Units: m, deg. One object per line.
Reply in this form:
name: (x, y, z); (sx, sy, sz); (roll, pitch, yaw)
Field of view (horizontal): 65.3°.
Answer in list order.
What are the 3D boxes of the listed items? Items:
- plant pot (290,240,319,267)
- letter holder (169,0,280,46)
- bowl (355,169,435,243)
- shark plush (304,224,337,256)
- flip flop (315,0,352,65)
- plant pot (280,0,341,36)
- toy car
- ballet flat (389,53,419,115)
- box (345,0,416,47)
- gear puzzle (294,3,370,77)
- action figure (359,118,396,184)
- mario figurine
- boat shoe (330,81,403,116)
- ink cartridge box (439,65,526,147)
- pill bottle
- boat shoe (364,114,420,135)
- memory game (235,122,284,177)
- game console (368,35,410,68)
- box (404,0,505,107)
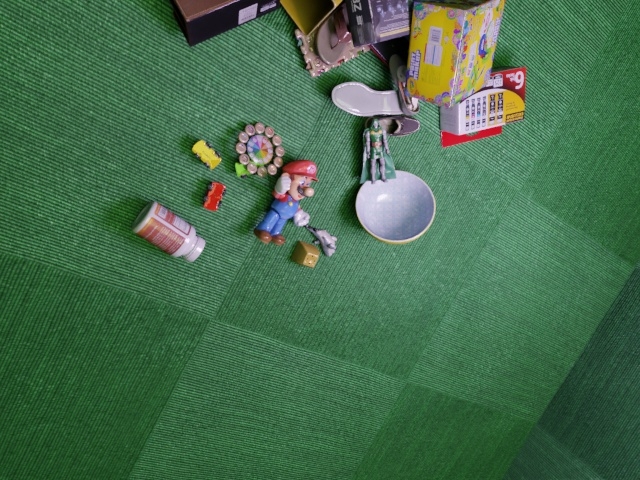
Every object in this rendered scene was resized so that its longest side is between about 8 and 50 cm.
plant pot: (-0.050, 0.060, 1.864); (0.081, 0.083, 0.081); (20, 101, -27)
letter holder: (-0.294, -0.740, 1.435); (0.302, 0.152, 0.214); (-29, 91, -11)
bowl: (0.278, -0.104, 1.885); (0.290, 0.289, 0.156); (-36, 161, -7)
shark plush: (0.000, 0.000, 1.884); (0.067, 0.073, 0.161); (-35, 128, 27)
flip flop: (0.083, -0.692, 1.605); (0.112, 0.080, 0.277); (39, 87, -29)
plant pot: (-0.004, -0.790, 1.499); (0.187, 0.212, 0.212); (-45, 105, -20)
toy car: (-0.303, -0.233, 1.670); (0.225, 0.053, 0.238); (-15, 114, -18)
ballet flat: (0.296, -0.534, 1.710); (0.072, 0.068, 0.213); (-28, 112, -19)
box: (0.220, -0.781, 1.505); (0.395, 0.097, 0.317); (-33, 118, -40)
gear puzzle: (0.074, -0.692, 1.674); (0.339, 0.044, 0.175); (-30, 116, -14)
action figure: (0.201, -0.319, 1.784); (0.137, 0.063, 0.232); (-10, 113, -6)
mario figurine: (-0.097, -0.125, 1.719); (0.170, 0.198, 0.320); (27, 102, -7)
boat shoe: (0.164, -0.485, 1.752); (0.303, 0.091, 0.114); (4, 97, -24)
ink cartridge box: (0.621, -0.506, 1.916); (0.310, 0.130, 0.271); (-16, 115, -17)
pill bottle: (-0.490, -0.022, 1.628); (0.216, 0.121, 0.121); (39, 91, -29)
boat shoe: (0.272, -0.417, 1.832); (0.224, 0.073, 0.080); (-2, 112, -21)
memory game: (-0.198, -0.303, 1.669); (0.186, 0.012, 0.186); (3, 84, -36)
game console: (0.360, -0.747, 1.739); (0.342, 0.060, 0.386); (36, 89, -34)
box: (0.427, -0.620, 1.595); (0.279, 0.177, 0.289); (-35, 139, -38)
